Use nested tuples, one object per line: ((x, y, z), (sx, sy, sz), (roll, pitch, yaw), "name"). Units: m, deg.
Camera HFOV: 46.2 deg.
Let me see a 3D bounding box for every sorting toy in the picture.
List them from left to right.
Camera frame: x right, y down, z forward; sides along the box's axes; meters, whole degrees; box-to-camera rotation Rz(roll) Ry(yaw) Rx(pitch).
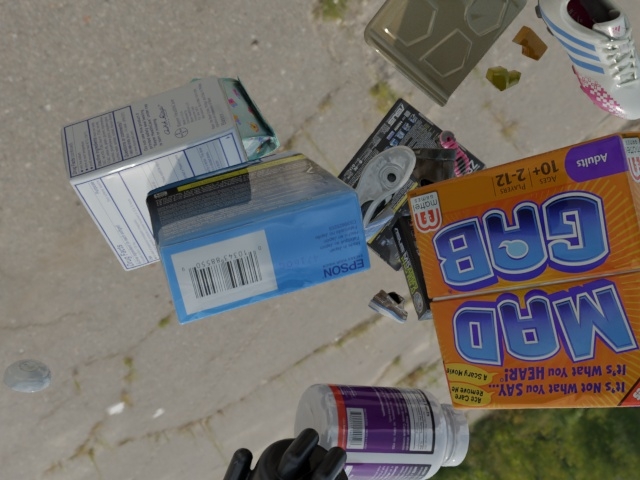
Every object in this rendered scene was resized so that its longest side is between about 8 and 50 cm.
((0.228, -0.334, 1.200), (0.307, 0.041, 0.229), (29, 102, -39), "sorting toy")

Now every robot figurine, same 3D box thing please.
((-0.055, 0.461, 1.303), (0.173, 0.209, 0.278), (6, 123, -33), "robot figurine")

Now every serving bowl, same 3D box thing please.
((-0.525, 0.237, 1.351), (0.083, 0.083, 0.027), (-11, 122, -48), "serving bowl")

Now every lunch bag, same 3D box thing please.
((-0.244, -0.336, 2.093), (0.160, 0.223, 0.262), (-42, 166, 35), "lunch bag")

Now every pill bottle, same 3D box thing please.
((0.121, 0.380, 1.484), (0.322, 0.182, 0.181), (7, 142, -20), "pill bottle")

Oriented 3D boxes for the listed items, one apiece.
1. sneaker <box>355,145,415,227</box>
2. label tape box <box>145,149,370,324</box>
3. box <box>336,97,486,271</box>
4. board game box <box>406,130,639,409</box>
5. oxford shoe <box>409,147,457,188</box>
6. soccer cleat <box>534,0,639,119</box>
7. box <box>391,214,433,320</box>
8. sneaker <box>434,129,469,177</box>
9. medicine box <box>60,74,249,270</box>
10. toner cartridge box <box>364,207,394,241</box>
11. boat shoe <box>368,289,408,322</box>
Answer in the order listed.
((0.125, -0.116, 1.495), (0.217, 0.079, 0.121), (-51, 172, 32), "sneaker")
((-0.105, -0.024, 1.049), (0.249, 0.115, 0.347), (-16, -162, -11), "label tape box")
((0.232, -0.159, 2.161), (0.395, 0.318, 0.097), (-52, 167, 11), "box")
((0.414, 0.042, 1.187), (0.356, 0.356, 0.356), (-10, 177, -45), "board game box")
((0.217, -0.149, 1.588), (0.082, 0.096, 0.227), (-2, -172, -11), "oxford shoe")
((0.531, -0.352, 1.394), (0.116, 0.331, 0.143), (-48, -163, -8), "soccer cleat")
((0.305, 0.042, 1.569), (0.270, 0.216, 0.060), (-6, 154, -16), "box")
((0.297, -0.192, 1.713), (0.047, 0.119, 0.057), (-28, -174, -25), "sneaker")
((-0.271, -0.114, 1.343), (0.289, 0.149, 0.263), (-19, 143, -4), "medicine box")
((0.000, 0.000, 1.620), (0.347, 0.075, 0.165), (-22, 163, -48), "toner cartridge box")
((0.200, 0.178, 2.050), (0.066, 0.066, 0.183), (-59, 148, 3), "boat shoe")
